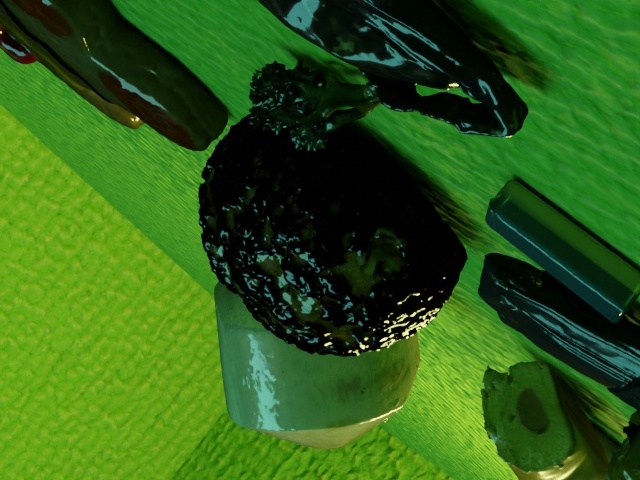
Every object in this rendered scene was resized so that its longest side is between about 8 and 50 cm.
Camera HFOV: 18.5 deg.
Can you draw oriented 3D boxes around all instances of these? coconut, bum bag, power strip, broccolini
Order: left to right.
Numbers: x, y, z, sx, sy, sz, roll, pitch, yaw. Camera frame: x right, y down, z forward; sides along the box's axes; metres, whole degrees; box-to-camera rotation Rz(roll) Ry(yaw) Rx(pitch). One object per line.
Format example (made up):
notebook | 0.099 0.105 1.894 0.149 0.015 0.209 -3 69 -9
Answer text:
coconut | -0.003 0.108 2.040 0.241 0.241 0.241 38 173 5
broccolini | 0.015 -0.109 1.444 0.074 0.058 0.201 26 163 -24
bum bag | 0.015 -0.135 1.094 0.248 0.069 0.102 36 -162 -17
power strip | 0.168 0.006 1.364 0.123 0.032 0.056 38 173 9
bum bag | 0.228 0.085 1.464 0.248 0.060 0.123 34 173 18

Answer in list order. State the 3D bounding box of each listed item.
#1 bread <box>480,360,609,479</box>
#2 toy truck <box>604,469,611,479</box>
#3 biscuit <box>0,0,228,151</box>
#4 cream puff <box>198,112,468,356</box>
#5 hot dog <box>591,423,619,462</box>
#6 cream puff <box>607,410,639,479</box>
bread | 0.230 0.207 1.989 0.173 0.085 0.134 50 -162 -48
toy truck | 0.379 0.309 1.986 0.140 0.108 0.257 50 -179 44
biscuit | -0.271 -0.214 2.049 0.368 0.076 0.394 44 171 -31
cream puff | 0.000 0.000 1.650 0.239 0.165 0.239 40 172 7
hot dog | 0.312 0.253 2.140 0.191 0.059 0.108 39 178 -19
cream puff | 0.308 0.210 1.600 0.156 0.121 0.156 32 173 4
